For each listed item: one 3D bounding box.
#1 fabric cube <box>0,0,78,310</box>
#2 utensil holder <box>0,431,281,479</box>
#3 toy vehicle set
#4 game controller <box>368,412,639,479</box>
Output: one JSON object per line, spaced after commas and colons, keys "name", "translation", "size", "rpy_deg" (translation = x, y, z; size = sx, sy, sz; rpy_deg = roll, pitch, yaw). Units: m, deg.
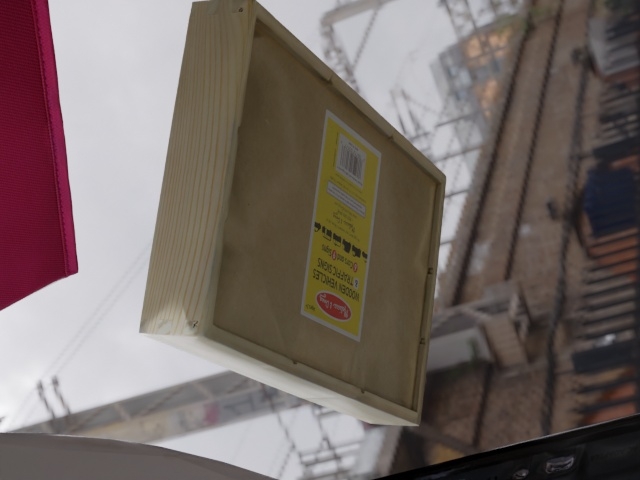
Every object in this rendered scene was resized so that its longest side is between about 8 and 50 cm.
{"name": "fabric cube", "translation": [-0.304, -0.076, 0.617], "size": [0.259, 0.258, 0.254], "rpy_deg": [47, 153, 25]}
{"name": "utensil holder", "translation": [-0.088, 0.287, 0.277], "size": [0.328, 0.327, 0.386], "rpy_deg": [-62, -21, -61]}
{"name": "toy vehicle set", "translation": [0.000, 0.000, 0.680], "size": [0.267, 0.035, 0.166], "rpy_deg": [33, -119, -59]}
{"name": "game controller", "translation": [0.072, 0.164, 0.519], "size": [0.166, 0.319, 0.067], "rpy_deg": [50, -143, -27]}
